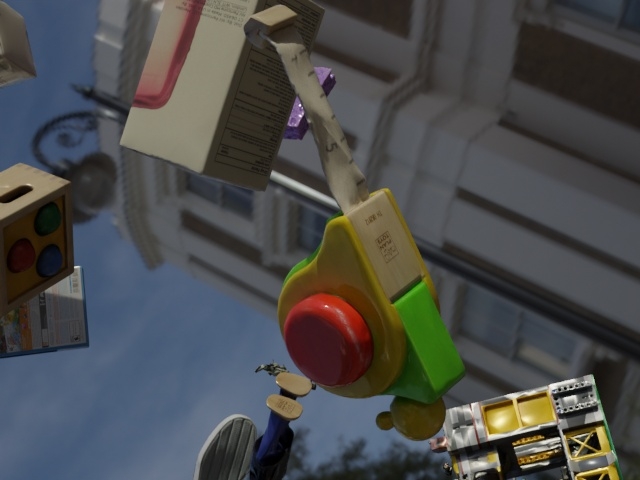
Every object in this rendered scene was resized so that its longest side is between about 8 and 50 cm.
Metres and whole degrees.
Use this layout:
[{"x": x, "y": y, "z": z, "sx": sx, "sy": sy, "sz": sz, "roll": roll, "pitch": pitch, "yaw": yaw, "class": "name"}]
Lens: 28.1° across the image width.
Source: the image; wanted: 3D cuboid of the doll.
[{"x": -0.054, "y": 0.239, "z": 1.418, "sx": 0.129, "sy": 0.046, "sz": 0.189, "roll": -65, "pitch": -9, "yaw": -51, "class": "doll"}]

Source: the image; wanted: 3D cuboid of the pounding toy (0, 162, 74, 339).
[{"x": -0.375, "y": 0.044, "z": 1.498, "sx": 0.181, "sy": 0.094, "sz": 0.206, "roll": -37, "pitch": -41, "yaw": -49, "class": "pounding toy"}]

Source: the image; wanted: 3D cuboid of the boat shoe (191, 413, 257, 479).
[{"x": -0.167, "y": 0.368, "z": 1.967, "sx": 0.226, "sy": 0.083, "sz": 0.076, "roll": -66, "pitch": 16, "yaw": -1, "class": "boat shoe"}]

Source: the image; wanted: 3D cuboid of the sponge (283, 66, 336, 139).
[{"x": -0.094, "y": -0.189, "z": 1.729, "sx": 0.117, "sy": 0.210, "sz": 0.031, "roll": -63, "pitch": -34, "yaw": -34, "class": "sponge"}]

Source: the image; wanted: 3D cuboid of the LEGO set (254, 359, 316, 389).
[{"x": -0.043, "y": 0.172, "z": 1.662, "sx": 0.054, "sy": 0.083, "sz": 0.023, "roll": 131, "pitch": 155, "yaw": -84, "class": "LEGO set"}]

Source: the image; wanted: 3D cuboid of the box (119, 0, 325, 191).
[{"x": -0.111, "y": -0.189, "z": 1.469, "sx": 0.148, "sy": 0.127, "sz": 0.232, "roll": 13, "pitch": -83, "yaw": -63, "class": "box"}]

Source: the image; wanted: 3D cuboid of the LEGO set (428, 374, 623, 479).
[{"x": 0.228, "y": 0.304, "z": 1.349, "sx": 0.331, "sy": 0.192, "sz": 0.255, "roll": 62, "pitch": -165, "yaw": -59, "class": "LEGO set"}]

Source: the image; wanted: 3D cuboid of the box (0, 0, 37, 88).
[{"x": -0.520, "y": -0.223, "z": 1.658, "sx": 0.113, "sy": 0.275, "sz": 0.094, "roll": 29, "pitch": -136, "yaw": -75, "class": "box"}]

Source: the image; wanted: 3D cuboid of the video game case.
[{"x": -0.410, "y": 0.102, "z": 1.783, "sx": 0.015, "sy": 0.166, "sz": 0.119, "roll": 96, "pitch": 167, "yaw": -70, "class": "video game case"}]

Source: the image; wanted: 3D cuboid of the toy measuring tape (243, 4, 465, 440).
[{"x": 0.000, "y": 0.000, "z": 0.930, "sx": 0.121, "sy": 0.121, "sz": 0.330, "roll": -33, "pitch": -80, "yaw": -48, "class": "toy measuring tape"}]
